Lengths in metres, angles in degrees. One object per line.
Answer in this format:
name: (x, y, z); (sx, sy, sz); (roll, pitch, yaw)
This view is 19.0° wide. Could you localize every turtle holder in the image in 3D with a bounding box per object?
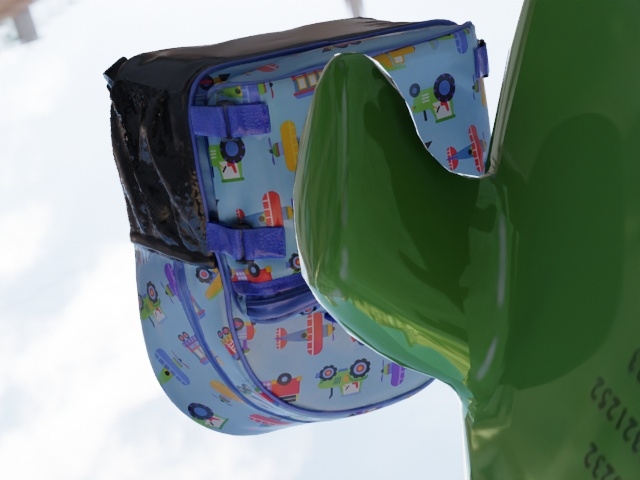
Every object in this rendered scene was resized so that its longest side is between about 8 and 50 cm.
turtle holder: (0.139, 0.019, 0.305); (0.227, 0.320, 0.243); (11, 175, -22)

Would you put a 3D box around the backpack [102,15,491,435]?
backpack: (0.000, 0.000, 0.797); (0.158, 0.173, 0.117); (-13, -166, -31)
